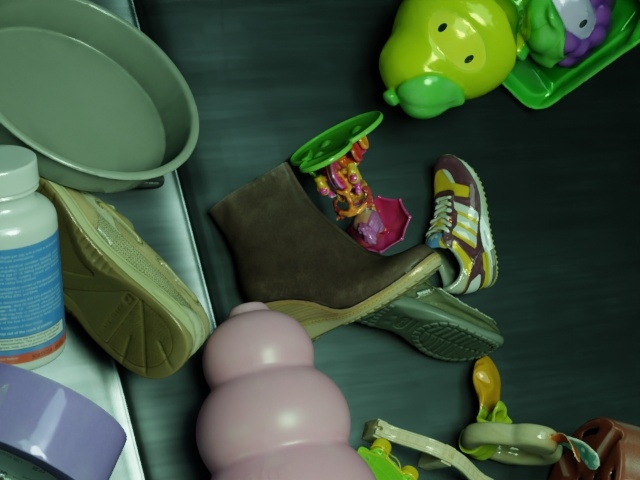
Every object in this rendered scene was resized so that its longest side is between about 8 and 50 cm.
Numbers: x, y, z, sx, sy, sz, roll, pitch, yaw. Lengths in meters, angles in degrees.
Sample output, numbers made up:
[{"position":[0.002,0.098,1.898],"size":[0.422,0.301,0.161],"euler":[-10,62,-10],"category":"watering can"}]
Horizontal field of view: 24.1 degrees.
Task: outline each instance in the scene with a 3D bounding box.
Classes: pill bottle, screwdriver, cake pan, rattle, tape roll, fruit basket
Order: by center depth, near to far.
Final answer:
[{"position":[-0.303,0.205,1.559],"size":[0.189,0.189,0.080],"euler":[32,62,-17],"category":"tape roll"},{"position":[-0.335,0.018,1.578],"size":[0.124,0.124,0.222],"euler":[-14,118,-31],"category":"pill bottle"},{"position":[-0.278,-0.166,1.693],"size":[0.293,0.054,0.293],"euler":[23,39,-20],"category":"cake pan"},{"position":[-0.237,-0.068,1.728],"size":[0.024,0.025,0.170],"euler":[54,29,18],"category":"screwdriver"},{"position":[0.269,0.213,1.861],"size":[0.130,0.199,0.143],"euler":[35,62,-16],"category":"rattle"},{"position":[0.225,-0.327,1.972],"size":[0.392,0.283,0.392],"euler":[23,50,-30],"category":"fruit basket"}]

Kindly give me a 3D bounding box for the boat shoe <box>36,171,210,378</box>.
[{"position":[-0.267,0.013,1.690],"size":[0.341,0.121,0.110],"euler":[46,25,-1],"category":"boat shoe"}]

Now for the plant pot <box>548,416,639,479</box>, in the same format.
[{"position":[0.438,0.357,1.894],"size":[0.265,0.272,0.272],"euler":[21,67,-13],"category":"plant pot"}]

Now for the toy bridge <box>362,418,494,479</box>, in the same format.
[{"position":[0.145,0.270,1.858],"size":[0.188,0.063,0.026],"euler":[29,64,-18],"category":"toy bridge"}]

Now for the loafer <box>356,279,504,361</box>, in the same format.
[{"position":[0.128,0.077,1.883],"size":[0.251,0.094,0.087],"euler":[25,53,-27],"category":"loafer"}]

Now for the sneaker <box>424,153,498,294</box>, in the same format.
[{"position":[0.171,-0.022,1.951],"size":[0.083,0.069,0.186],"euler":[-10,80,-36],"category":"sneaker"}]

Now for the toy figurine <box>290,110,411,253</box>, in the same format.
[{"position":[0.051,-0.055,1.861],"size":[0.159,0.130,0.173],"euler":[62,19,-14],"category":"toy figurine"}]

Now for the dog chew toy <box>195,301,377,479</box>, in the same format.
[{"position":[-0.049,0.231,1.692],"size":[0.206,0.206,0.332],"euler":[-3,70,-29],"category":"dog chew toy"}]

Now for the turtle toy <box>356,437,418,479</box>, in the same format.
[{"position":[0.054,0.288,1.801],"size":[0.130,0.066,0.095],"euler":[45,37,-7],"category":"turtle toy"}]

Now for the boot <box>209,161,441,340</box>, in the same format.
[{"position":[0.000,0.000,1.762],"size":[0.207,0.248,0.090],"euler":[65,25,4],"category":"boot"}]
